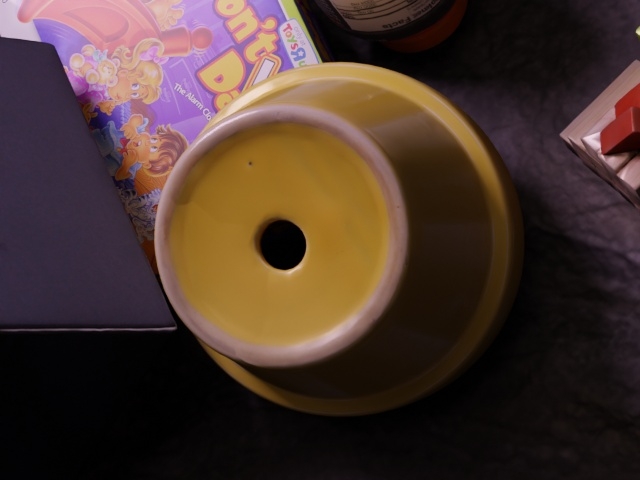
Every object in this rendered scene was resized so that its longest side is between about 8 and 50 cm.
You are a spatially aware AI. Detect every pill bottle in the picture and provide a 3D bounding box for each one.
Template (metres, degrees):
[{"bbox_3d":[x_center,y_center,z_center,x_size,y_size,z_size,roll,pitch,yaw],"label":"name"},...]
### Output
[{"bbox_3d":[0.034,-0.237,1.238,0.131,0.246,0.130,-10,64,20],"label":"pill bottle"}]

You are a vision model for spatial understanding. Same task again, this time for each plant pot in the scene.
[{"bbox_3d":[0.000,0.000,1.096,0.254,0.239,0.254,0,90,13],"label":"plant pot"}]

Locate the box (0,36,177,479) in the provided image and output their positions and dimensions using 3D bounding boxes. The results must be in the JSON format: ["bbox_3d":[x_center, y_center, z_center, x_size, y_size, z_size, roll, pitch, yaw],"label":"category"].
[{"bbox_3d":[-0.281,0.046,1.217,0.294,0.183,0.296,-55,48,37],"label":"box"}]

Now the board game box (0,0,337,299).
[{"bbox_3d":[-0.121,-0.151,1.312,0.233,0.078,0.347,-27,75,11],"label":"board game box"}]

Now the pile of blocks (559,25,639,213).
[{"bbox_3d":[0.332,-0.146,1.135,0.362,0.112,0.149,-23,59,13],"label":"pile of blocks"}]
